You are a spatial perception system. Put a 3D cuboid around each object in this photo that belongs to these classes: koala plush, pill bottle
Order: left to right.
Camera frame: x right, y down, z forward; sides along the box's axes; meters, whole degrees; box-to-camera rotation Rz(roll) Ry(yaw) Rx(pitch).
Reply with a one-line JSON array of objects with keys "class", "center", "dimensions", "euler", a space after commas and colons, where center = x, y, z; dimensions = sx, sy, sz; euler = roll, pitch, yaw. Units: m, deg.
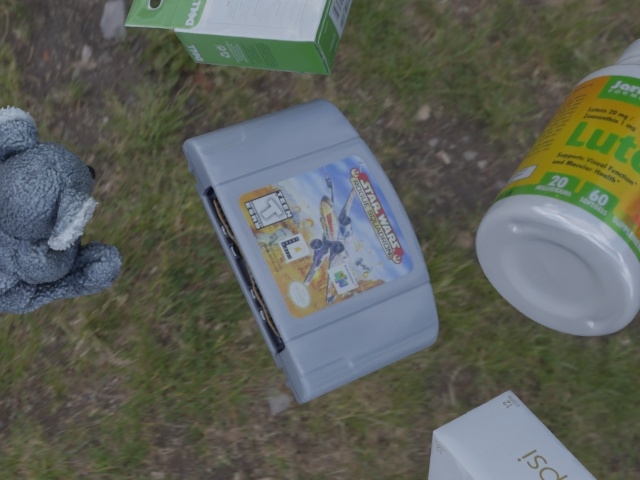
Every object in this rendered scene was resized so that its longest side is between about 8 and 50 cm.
[{"class": "koala plush", "center": [-0.327, -0.033, 1.426], "dimensions": [0.203, 0.221, 0.196], "euler": [-26, 77, -35]}, {"class": "pill bottle", "center": [0.237, -0.054, 1.001], "dimensions": [0.136, 0.136, 0.245], "euler": [42, 58, -7]}]

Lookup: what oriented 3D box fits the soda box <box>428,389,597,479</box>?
[{"class": "soda box", "center": [0.158, 0.199, 0.794], "dimensions": [0.069, 0.074, 0.216], "euler": [-24, 49, -23]}]

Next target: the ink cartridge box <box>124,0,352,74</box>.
[{"class": "ink cartridge box", "center": [-0.079, -0.236, 1.262], "dimensions": [0.209, 0.062, 0.109], "euler": [8, 67, 20]}]

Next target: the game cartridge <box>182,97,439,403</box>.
[{"class": "game cartridge", "center": [0.000, 0.000, 1.319], "dimensions": [0.198, 0.062, 0.297], "euler": [-22, 82, -24]}]
